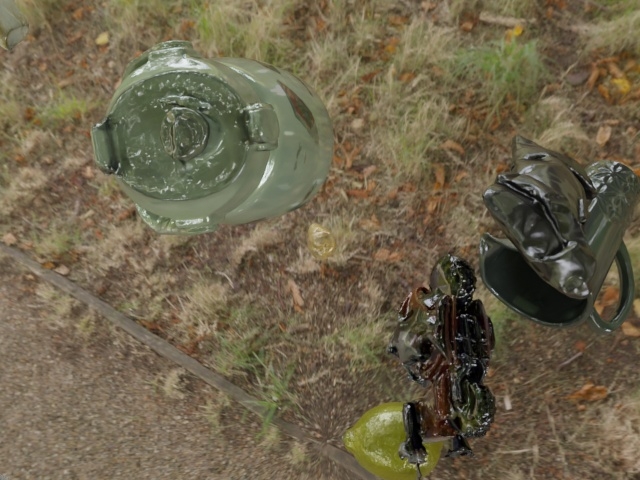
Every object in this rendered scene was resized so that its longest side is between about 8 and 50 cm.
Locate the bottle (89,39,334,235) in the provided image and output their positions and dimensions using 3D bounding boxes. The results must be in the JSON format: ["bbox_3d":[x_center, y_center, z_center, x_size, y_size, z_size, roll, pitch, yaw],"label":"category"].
[{"bbox_3d":[-0.125,-0.109,0.772,0.229,0.351,0.229,2,99,13],"label":"bottle"}]

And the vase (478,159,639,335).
[{"bbox_3d":[0.399,0.003,1.033,0.251,0.156,0.301,48,57,-2],"label":"vase"}]

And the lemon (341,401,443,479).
[{"bbox_3d":[0.176,0.475,1.589,0.248,0.184,0.184,4,73,-9],"label":"lemon"}]

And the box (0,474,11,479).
[{"bbox_3d":[-0.521,0.498,1.155,0.050,0.229,0.123,-23,36,29],"label":"box"}]

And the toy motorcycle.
[{"bbox_3d":[0.183,0.232,1.044,0.134,0.207,0.401,11,61,-31],"label":"toy motorcycle"}]

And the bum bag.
[{"bbox_3d":[0.263,-0.042,0.795,0.144,0.340,0.095,40,121,3],"label":"bum bag"}]

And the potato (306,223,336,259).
[{"bbox_3d":[0.000,0.000,1.434,0.062,0.083,0.068,26,117,-27],"label":"potato"}]

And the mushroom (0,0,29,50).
[{"bbox_3d":[-0.361,-0.281,0.670,0.202,0.054,0.059,56,40,-2],"label":"mushroom"}]
